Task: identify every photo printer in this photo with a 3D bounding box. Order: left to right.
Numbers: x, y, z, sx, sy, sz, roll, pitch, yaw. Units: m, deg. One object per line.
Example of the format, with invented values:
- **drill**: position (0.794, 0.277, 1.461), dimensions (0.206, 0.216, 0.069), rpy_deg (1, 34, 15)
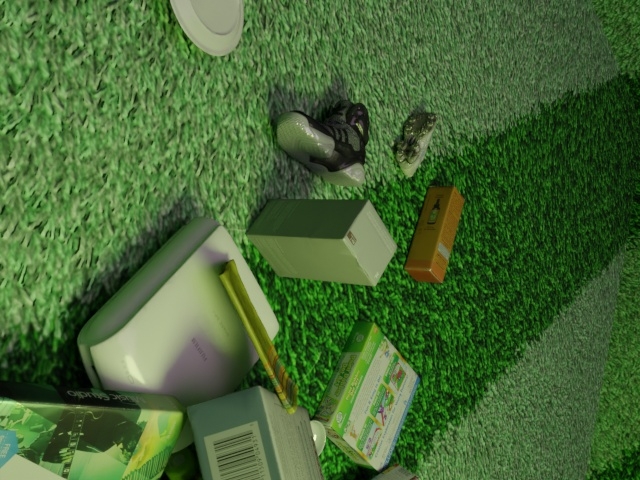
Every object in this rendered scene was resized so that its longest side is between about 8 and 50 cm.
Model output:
- **photo printer**: position (-0.216, 0.152, 1.150), dimensions (0.307, 0.107, 0.256), rpy_deg (-51, 128, -38)

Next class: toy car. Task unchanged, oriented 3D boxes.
- **toy car**: position (-0.224, 0.447, 1.137), dimensions (0.188, 0.149, 0.155), rpy_deg (-41, 137, -27)

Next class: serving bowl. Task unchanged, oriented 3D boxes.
- **serving bowl**: position (-0.028, 0.390, 1.453), dimensions (0.083, 0.027, 0.083), rpy_deg (-7, 101, -43)

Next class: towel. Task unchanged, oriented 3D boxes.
- **towel**: position (-0.090, 0.143, 1.120), dimensions (0.102, 0.021, 0.237), rpy_deg (-114, 179, -80)

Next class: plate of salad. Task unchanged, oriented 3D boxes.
- **plate of salad**: position (-0.192, -0.400, 1.212), dimensions (0.200, 0.048, 0.199), rpy_deg (15, 73, -59)

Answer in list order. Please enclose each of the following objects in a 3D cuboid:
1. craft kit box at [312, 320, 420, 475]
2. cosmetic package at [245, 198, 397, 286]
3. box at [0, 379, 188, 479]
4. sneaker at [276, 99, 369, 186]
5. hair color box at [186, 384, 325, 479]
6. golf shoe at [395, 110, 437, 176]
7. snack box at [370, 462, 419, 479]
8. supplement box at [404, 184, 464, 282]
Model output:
- **craft kit box**: position (0.107, 0.344, 1.607), dimensions (0.246, 0.061, 0.249), rpy_deg (54, 51, -40)
- **cosmetic package**: position (0.000, 0.000, 1.312), dimensions (0.127, 0.238, 0.107), rpy_deg (57, 50, -36)
- **box**: position (-0.348, 0.297, 0.943), dimensions (0.322, 0.058, 0.232), rpy_deg (17, 101, -46)
- **sneaker**: position (0.012, -0.217, 1.438), dimensions (0.269, 0.101, 0.153), rpy_deg (35, 63, -53)
- **hair color box**: position (-0.080, 0.347, 1.150), dimensions (0.374, 0.114, 0.185), rpy_deg (61, 12, -70)
- **golf shoe**: position (0.224, -0.227, 1.745), dimensions (0.176, 0.069, 0.086), rpy_deg (-59, 153, -28)
- **snack box**: position (0.108, 0.589, 1.561), dimensions (0.207, 0.070, 0.174), rpy_deg (-12, 121, -52)
- **supplement box**: position (0.278, -0.017, 1.792), dimensions (0.080, 0.078, 0.233), rpy_deg (39, 62, -45)
